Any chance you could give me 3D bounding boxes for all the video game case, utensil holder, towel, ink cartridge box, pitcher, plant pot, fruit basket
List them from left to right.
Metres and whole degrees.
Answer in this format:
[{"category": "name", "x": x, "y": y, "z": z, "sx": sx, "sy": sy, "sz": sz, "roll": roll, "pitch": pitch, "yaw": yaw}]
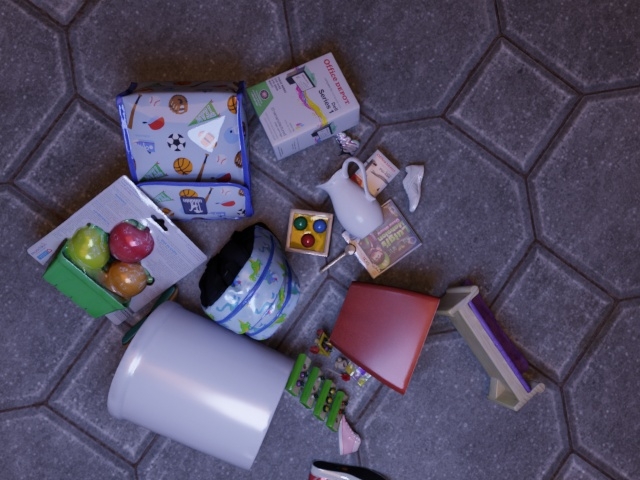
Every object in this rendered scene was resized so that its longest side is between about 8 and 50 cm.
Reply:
[{"category": "fruit basket", "x": -0.555, "y": 0.036, "z": 1.334, "sx": 0.353, "sy": 0.165, "sz": 0.327, "roll": -38, "pitch": 118, "yaw": 3}, {"category": "utensil holder", "x": -0.301, "y": 0.386, "z": 1.276, "sx": 0.385, "sy": 0.327, "sz": 0.328, "roll": 24, "pitch": 88, "yaw": 3}, {"category": "ink cartridge box", "x": -0.048, "y": -0.394, "z": 1.412, "sx": 0.278, "sy": 0.117, "sz": 0.202, "roll": -25, "pitch": 78, "yaw": -3}, {"category": "pitcher", "x": 0.104, "y": -0.121, "z": 1.376, "sx": 0.125, "sy": 0.177, "sz": 0.207, "roll": -33, "pitch": 84, "yaw": -41}, {"category": "towel", "x": 0.117, "y": 0.400, "z": 1.471, "sx": 0.060, "sy": 0.009, "sz": 0.083, "roll": -41, "pitch": 91, "yaw": -4}, {"category": "ink cartridge box", "x": 0.160, "y": -0.194, "z": 1.464, "sx": 0.099, "sy": 0.056, "sz": 0.135, "roll": 43, "pitch": 87, "yaw": -1}, {"category": "plant pot", "x": 0.168, "y": 0.242, "z": 1.367, "sx": 0.235, "sy": 0.267, "sz": 0.268, "roll": 20, "pitch": 87, "yaw": 8}, {"category": "video game case", "x": 0.188, "y": -0.004, "z": 1.479, "sx": 0.190, "sy": 0.022, "sz": 0.173, "roll": -35, "pitch": 91, "yaw": -3}]

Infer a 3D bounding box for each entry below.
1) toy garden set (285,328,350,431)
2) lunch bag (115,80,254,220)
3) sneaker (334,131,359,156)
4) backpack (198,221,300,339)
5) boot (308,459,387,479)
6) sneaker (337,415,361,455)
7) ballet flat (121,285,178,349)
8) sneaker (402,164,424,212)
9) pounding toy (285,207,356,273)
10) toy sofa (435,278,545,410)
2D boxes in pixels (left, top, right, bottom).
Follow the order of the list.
[{"category": "toy garden set", "x": 0.024, "y": 0.396, "z": 1.374, "sx": 0.244, "sy": 0.049, "sz": 0.204, "roll": 51, "pitch": 47, "yaw": -31}, {"category": "lunch bag", "x": -0.356, "y": -0.231, "z": 1.341, "sx": 0.327, "sy": 0.239, "sz": 0.386, "roll": -1, "pitch": 119, "yaw": -5}, {"category": "sneaker", "x": 0.065, "y": -0.291, "z": 1.470, "sx": 0.098, "sy": 0.038, "sz": 0.069, "roll": 28, "pitch": 87, "yaw": -2}, {"category": "backpack", "x": -0.195, "y": 0.111, "z": 1.290, "sx": 0.273, "sy": 0.355, "sz": 0.290, "roll": 44, "pitch": 86, "yaw": -2}, {"category": "boot", "x": 0.077, "y": 0.770, "z": 1.425, "sx": 0.244, "sy": 0.088, "sz": 0.177, "roll": 9, "pitch": 89, "yaw": 5}, {"category": "sneaker", "x": 0.085, "y": 0.576, "z": 1.446, "sx": 0.070, "sy": 0.051, "sz": 0.135, "roll": -4, "pitch": 92, "yaw": -5}, {"category": "ballet flat", "x": -0.486, "y": 0.236, "z": 1.422, "sx": 0.232, "sy": 0.080, "sz": 0.073, "roll": -46, "pitch": 119, "yaw": -1}, {"category": "sneaker", "x": 0.281, "y": -0.160, "z": 1.477, "sx": 0.061, "sy": 0.054, "sz": 0.152, "roll": 7, "pitch": 82, "yaw": 6}, {"category": "pounding toy", "x": 0.004, "y": 0.010, "z": 1.420, "sx": 0.205, "sy": 0.094, "sz": 0.181, "roll": 8, "pitch": 88, "yaw": 5}, {"category": "toy sofa", "x": 0.498, "y": 0.293, "z": 1.408, "sx": 0.177, "sy": 0.150, "sz": 0.363, "roll": -35, "pitch": 92, "yaw": -13}]
